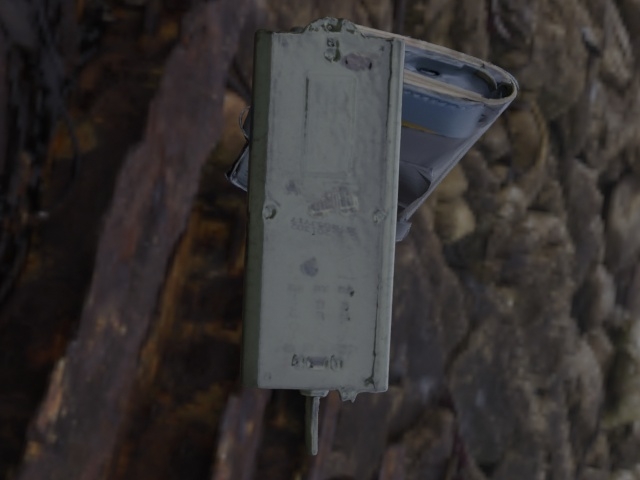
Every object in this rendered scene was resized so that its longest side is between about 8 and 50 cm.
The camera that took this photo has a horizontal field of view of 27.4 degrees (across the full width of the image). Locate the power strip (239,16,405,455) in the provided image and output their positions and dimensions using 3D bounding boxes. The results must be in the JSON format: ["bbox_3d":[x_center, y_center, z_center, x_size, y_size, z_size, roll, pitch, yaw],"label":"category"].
[{"bbox_3d":[0.000,0.000,0.798,0.034,0.092,0.267,-144,-123,-82],"label":"power strip"}]

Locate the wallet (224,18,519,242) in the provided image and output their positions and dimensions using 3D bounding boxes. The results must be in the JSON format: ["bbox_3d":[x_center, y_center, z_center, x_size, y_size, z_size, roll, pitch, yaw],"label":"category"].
[{"bbox_3d":[0.025,-0.072,0.980,0.231,0.170,0.069,126,-21,-57],"label":"wallet"}]
